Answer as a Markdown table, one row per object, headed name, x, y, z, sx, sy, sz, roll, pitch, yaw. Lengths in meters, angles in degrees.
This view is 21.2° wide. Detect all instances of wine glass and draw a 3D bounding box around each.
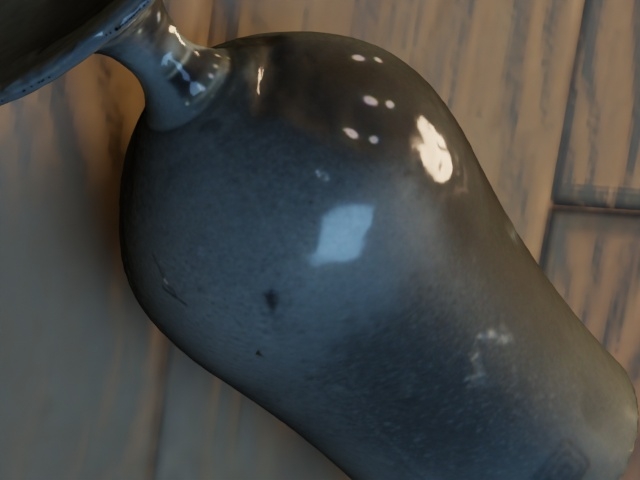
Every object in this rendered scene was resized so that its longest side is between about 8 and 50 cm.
| name | x | y | z | sx | sy | sz | roll | pitch | yaw |
| --- | --- | --- | --- | --- | --- | --- | --- | --- | --- |
| wine glass | 0.000 | 0.000 | 0.480 | 0.103 | 0.103 | 0.231 | -49 | 124 | -11 |
